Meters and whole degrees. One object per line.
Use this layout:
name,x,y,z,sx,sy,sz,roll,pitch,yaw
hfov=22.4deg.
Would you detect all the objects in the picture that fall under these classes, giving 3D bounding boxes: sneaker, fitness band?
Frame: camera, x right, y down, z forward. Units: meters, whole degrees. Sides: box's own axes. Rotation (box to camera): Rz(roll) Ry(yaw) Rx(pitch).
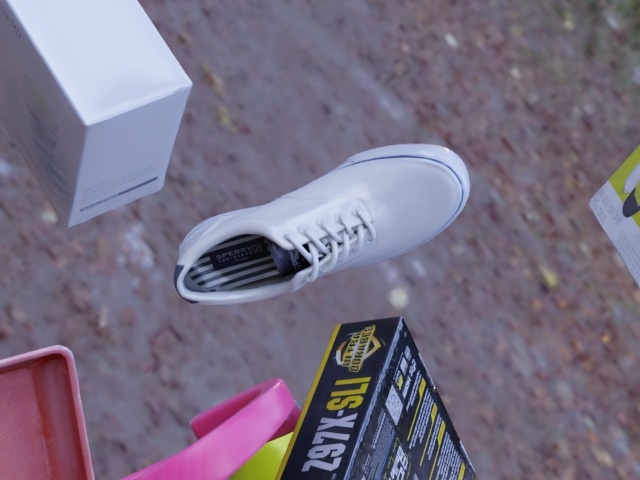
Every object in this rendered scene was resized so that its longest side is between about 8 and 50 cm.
sneaker,0.000,0.000,1.311,0.094,0.258,0.091,63,17,-19
fitness band,-0.131,0.207,1.479,0.209,0.291,0.054,-30,89,-38

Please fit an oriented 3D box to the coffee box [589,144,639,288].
coffee box,0.615,-0.021,2.113,0.338,0.334,0.337,35,17,-19

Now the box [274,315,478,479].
box,0.052,0.266,1.470,0.257,0.079,0.322,66,29,-31

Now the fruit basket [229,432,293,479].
fruit basket,-0.003,0.381,1.915,0.392,0.283,0.392,8,32,-5

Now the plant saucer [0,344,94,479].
plant saucer,-0.280,0.213,1.103,0.048,0.259,0.258,31,-49,59

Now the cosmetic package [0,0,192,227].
cosmetic package,-0.269,-0.176,1.795,0.138,0.225,0.224,-24,70,-27
